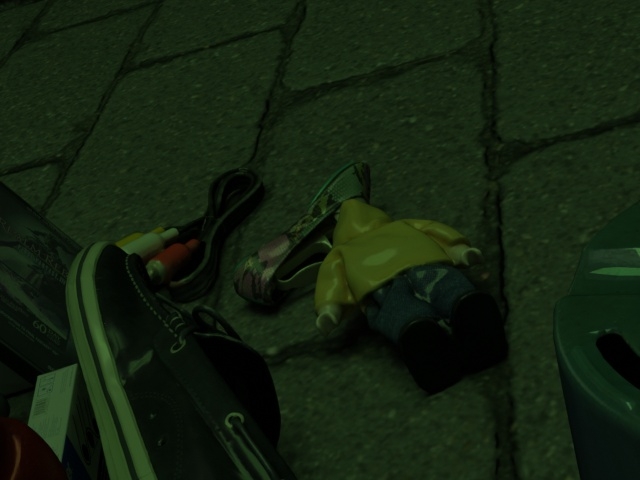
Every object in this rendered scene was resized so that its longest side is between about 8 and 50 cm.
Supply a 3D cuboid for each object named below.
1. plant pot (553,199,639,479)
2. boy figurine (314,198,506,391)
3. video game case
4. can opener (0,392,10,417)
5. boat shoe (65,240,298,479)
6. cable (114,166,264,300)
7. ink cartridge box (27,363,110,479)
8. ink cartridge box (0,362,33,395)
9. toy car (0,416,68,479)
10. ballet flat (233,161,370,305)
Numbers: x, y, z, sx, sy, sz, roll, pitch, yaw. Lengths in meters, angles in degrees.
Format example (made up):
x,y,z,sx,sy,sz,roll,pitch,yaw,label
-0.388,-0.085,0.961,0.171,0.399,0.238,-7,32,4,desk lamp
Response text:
x,y,z,sx,sy,sz,roll,pitch,yaw,label
0.282,0.148,0.651,0.341,0.334,0.341,-17,29,10,plant pot
0.068,0.041,1.239,0.177,0.092,0.285,-27,28,-9,boy figurine
-0.319,0.055,1.383,0.026,0.196,0.274,-40,24,19,video game case
-0.461,0.229,1.300,0.283,0.076,0.095,-32,29,-15,can opener
-0.118,0.150,1.097,0.156,0.187,0.500,-21,33,-9,boat shoe
-0.147,-0.018,1.512,0.139,0.072,0.287,11,42,37,cable
-0.234,0.213,1.145,0.046,0.097,0.207,-18,28,5,ink cartridge box
-0.387,0.094,1.464,0.154,0.093,0.212,-18,27,8,ink cartridge box
-0.298,0.150,0.868,0.210,0.238,0.219,-31,29,-30,toy car
0.000,0.000,1.390,0.079,0.077,0.221,31,61,34,ballet flat
